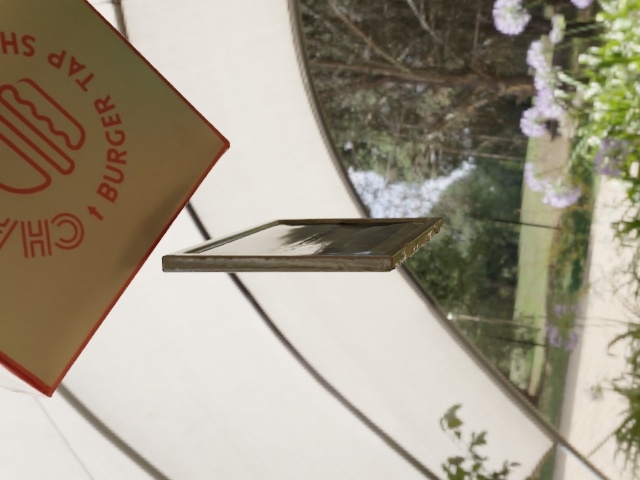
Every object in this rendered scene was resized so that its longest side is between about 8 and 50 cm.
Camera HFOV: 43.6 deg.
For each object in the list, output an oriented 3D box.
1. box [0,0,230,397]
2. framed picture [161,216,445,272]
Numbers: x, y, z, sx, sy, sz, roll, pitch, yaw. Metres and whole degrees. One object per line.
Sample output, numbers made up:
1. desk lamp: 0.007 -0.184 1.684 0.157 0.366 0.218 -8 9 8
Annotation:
1. box: -0.341 -0.062 0.776 0.314 0.300 0.312 45 -121 -25
2. framed picture: 0.000 0.000 0.810 0.289 0.213 0.016 -25 -67 -71
